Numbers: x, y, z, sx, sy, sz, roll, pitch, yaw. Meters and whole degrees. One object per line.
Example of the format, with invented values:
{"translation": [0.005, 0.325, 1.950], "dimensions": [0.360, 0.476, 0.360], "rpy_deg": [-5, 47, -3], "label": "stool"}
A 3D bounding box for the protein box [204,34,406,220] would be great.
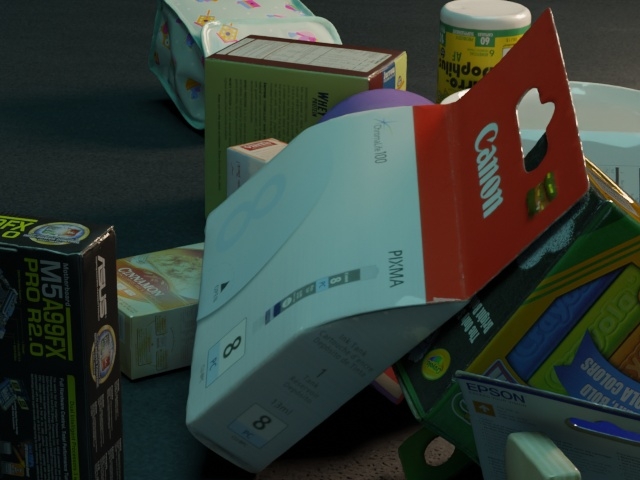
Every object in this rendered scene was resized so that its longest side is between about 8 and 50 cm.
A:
{"translation": [-0.017, -0.121, 1.971], "dimensions": [0.201, 0.200, 0.136], "rpy_deg": [9, 22, 20], "label": "protein box"}

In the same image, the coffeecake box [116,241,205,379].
{"translation": [-0.136, 0.063, 1.659], "dimensions": [0.185, 0.068, 0.142], "rpy_deg": [-12, 23, -32], "label": "coffeecake box"}

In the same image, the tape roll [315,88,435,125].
{"translation": [0.074, -0.064, 1.840], "dimensions": [0.189, 0.189, 0.080], "rpy_deg": [-1, 21, -6], "label": "tape roll"}

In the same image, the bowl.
{"translation": [0.284, -0.089, 1.995], "dimensions": [0.297, 0.134, 0.298], "rpy_deg": [0, 20, 0], "label": "bowl"}

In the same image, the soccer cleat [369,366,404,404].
{"translation": [0.144, 0.084, 1.603], "dimensions": [0.318, 0.109, 0.116], "rpy_deg": [-7, 49, -42], "label": "soccer cleat"}

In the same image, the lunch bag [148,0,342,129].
{"translation": [-0.096, -0.248, 2.382], "dimensions": [0.223, 0.160, 0.262], "rpy_deg": [-5, 32, -26], "label": "lunch bag"}

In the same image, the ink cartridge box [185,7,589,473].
{"translation": [0.045, -0.025, 1.433], "dimensions": [0.091, 0.385, 0.308], "rpy_deg": [37, 28, -22], "label": "ink cartridge box"}

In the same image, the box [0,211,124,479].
{"translation": [-0.254, 0.111, 1.237], "dimensions": [0.216, 0.270, 0.060], "rpy_deg": [6, 22, 16], "label": "box"}

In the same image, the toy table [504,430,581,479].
{"translation": [0.165, 0.244, 1.055], "dimensions": [0.274, 0.161, 0.252], "rpy_deg": [-8, 22, -26], "label": "toy table"}

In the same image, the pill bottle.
{"translation": [0.207, -0.197, 2.173], "dimensions": [0.117, 0.208, 0.117], "rpy_deg": [1, 20, 0], "label": "pill bottle"}

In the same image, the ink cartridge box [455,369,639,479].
{"translation": [0.217, 0.168, 1.184], "dimensions": [0.223, 0.224, 0.045], "rpy_deg": [12, 52, 26], "label": "ink cartridge box"}

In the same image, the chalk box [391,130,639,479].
{"translation": [0.175, 0.094, 1.361], "dimensions": [0.179, 0.289, 0.180], "rpy_deg": [35, 13, -20], "label": "chalk box"}

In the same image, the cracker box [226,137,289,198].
{"translation": [0.000, 0.000, 1.708], "dimensions": [0.067, 0.156, 0.232], "rpy_deg": [-17, 27, -40], "label": "cracker box"}

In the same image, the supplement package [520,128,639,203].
{"translation": [0.291, -0.031, 1.767], "dimensions": [0.244, 0.134, 0.139], "rpy_deg": [2, -17, 2], "label": "supplement package"}
